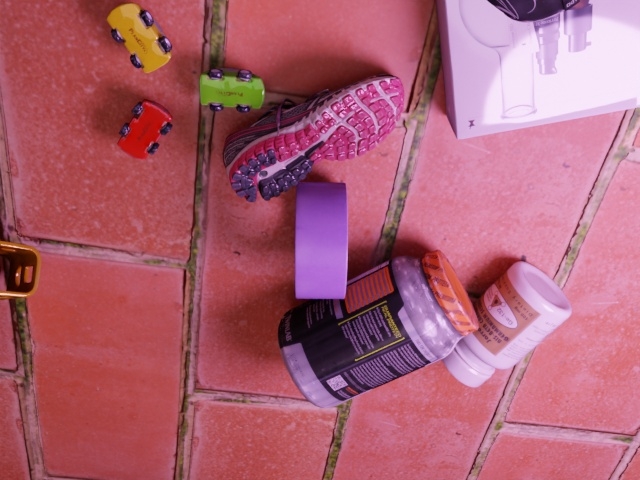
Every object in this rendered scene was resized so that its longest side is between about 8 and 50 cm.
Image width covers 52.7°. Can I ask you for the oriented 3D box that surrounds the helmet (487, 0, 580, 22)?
[{"bbox_3d":[0.230,-0.351,0.735,0.169,0.169,0.161,-33,131,19],"label":"helmet"}]

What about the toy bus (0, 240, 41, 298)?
[{"bbox_3d":[-0.567,0.059,1.123,0.104,0.202,0.191,14,119,-46],"label":"toy bus"}]

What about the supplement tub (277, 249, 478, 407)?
[{"bbox_3d":[0.101,0.151,1.137,0.316,0.193,0.193,-27,119,17],"label":"supplement tub"}]

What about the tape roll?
[{"bbox_3d":[0.000,0.000,1.042,0.080,0.189,0.188,1,123,-1],"label":"tape roll"}]

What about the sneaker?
[{"bbox_3d":[-0.014,-0.178,0.980,0.299,0.112,0.120,-25,140,0],"label":"sneaker"}]

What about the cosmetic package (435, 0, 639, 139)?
[{"bbox_3d":[0.357,-0.316,0.896,0.378,0.097,0.284,-10,124,6],"label":"cosmetic package"}]

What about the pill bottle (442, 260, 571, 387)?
[{"bbox_3d":[0.329,0.159,1.180,0.131,0.131,0.229,29,118,-18],"label":"pill bottle"}]

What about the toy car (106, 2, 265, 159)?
[{"bbox_3d":[-0.195,-0.232,0.972,0.225,0.053,0.238,4,123,-3],"label":"toy car"}]
